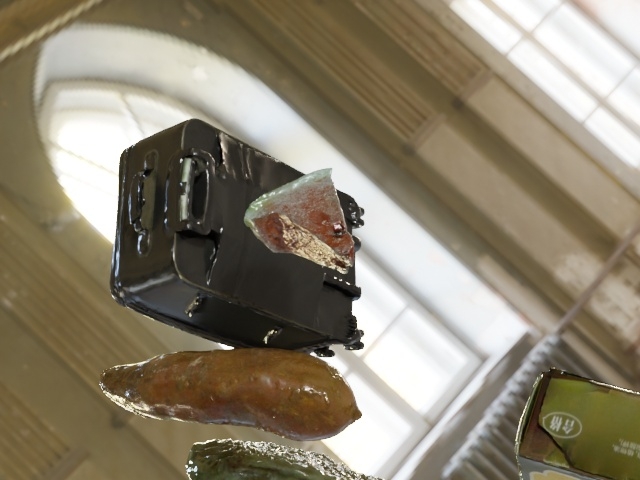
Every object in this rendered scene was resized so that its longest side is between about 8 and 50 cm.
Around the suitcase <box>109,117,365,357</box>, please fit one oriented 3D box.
[{"bbox_3d":[-0.115,0.006,1.709,0.194,0.283,0.434,-17,-28,36],"label":"suitcase"}]

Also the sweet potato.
[{"bbox_3d":[-0.101,0.153,1.210,0.097,0.292,0.097,5,-90,-78],"label":"sweet potato"}]

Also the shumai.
[{"bbox_3d":[-0.056,0.509,1.896,0.324,0.398,0.323,100,-174,-83],"label":"shumai"}]

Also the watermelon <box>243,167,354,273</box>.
[{"bbox_3d":[0.006,-0.018,1.443,0.121,0.158,0.098,-51,-35,-31],"label":"watermelon"}]

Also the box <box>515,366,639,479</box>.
[{"bbox_3d":[0.473,0.350,1.497,0.373,0.420,0.138,71,-142,-55],"label":"box"}]
